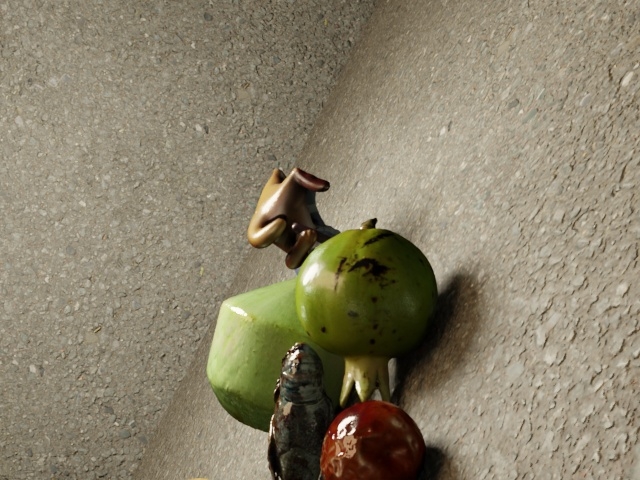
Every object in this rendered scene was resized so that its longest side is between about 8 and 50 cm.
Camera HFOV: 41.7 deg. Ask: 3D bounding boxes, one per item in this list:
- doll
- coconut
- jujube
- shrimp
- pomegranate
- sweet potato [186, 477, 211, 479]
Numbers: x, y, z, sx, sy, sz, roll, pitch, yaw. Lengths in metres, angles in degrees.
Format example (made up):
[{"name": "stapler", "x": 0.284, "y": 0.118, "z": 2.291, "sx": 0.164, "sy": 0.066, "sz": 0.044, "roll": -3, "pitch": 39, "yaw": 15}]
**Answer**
[{"name": "doll", "x": 0.003, "y": -0.003, "z": 1.848, "sx": 0.209, "sy": 0.340, "sz": 0.318, "roll": -40, "pitch": 14, "yaw": 15}, {"name": "coconut", "x": -0.077, "y": 0.226, "z": 1.730, "sx": 0.328, "sy": 0.281, "sz": 0.329, "roll": -12, "pitch": 72, "yaw": 41}, {"name": "jujube", "x": 0.075, "y": 0.340, "z": 1.321, "sx": 0.236, "sy": 0.168, "sz": 0.168, "roll": 115, "pitch": 178, "yaw": -68}, {"name": "shrimp", "x": -0.013, "y": 0.372, "z": 1.537, "sx": 0.137, "sy": 0.172, "sz": 0.372, "roll": -118, "pitch": 26, "yaw": -81}, {"name": "pomegranate", "x": 0.081, "y": 0.133, "z": 1.517, "sx": 0.260, "sy": 0.260, "sz": 0.341, "roll": 144, "pitch": 130, "yaw": -58}, {"name": "sweet potato", "x": -0.352, "y": 0.733, "z": 2.034, "sx": 0.337, "sy": 0.131, "sz": 0.131, "roll": -59, "pitch": 15, "yaw": 8}]
